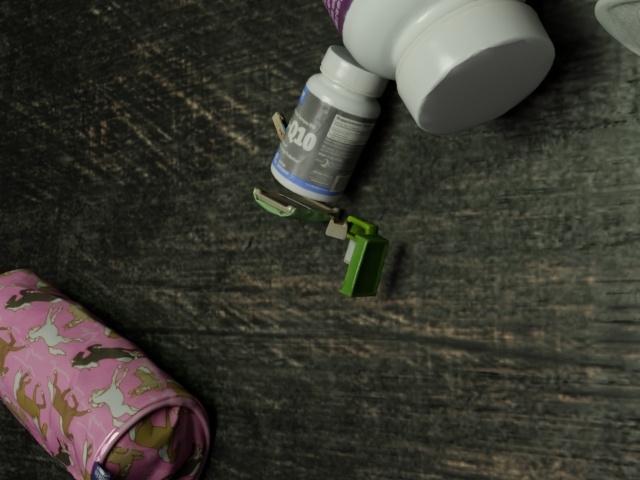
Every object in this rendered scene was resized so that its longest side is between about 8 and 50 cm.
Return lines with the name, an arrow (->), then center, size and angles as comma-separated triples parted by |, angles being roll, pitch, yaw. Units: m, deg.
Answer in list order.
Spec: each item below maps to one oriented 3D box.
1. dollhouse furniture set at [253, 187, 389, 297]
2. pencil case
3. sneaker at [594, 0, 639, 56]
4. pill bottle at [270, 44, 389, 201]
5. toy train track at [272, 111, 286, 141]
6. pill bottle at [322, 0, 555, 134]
dollhouse furniture set -> 0.000, 0.000, 1.050 | 0.152, 0.076, 0.058 | 28, 108, 40
pencil case -> -0.301, 0.176, 1.288 | 0.386, 0.167, 0.160 | 31, 143, 40
sneaker -> 0.323, -0.195, 0.735 | 0.147, 0.104, 0.296 | -56, 24, -11
pill bottle -> 0.011, -0.113, 1.038 | 0.078, 0.078, 0.137 | 42, 117, 36
toy train track -> -0.031, -0.100, 1.125 | 0.048, 0.014, 0.083 | -49, 52, 41
pill bottle -> 0.074, -0.246, 0.914 | 0.169, 0.169, 0.301 | -42, 62, 36
